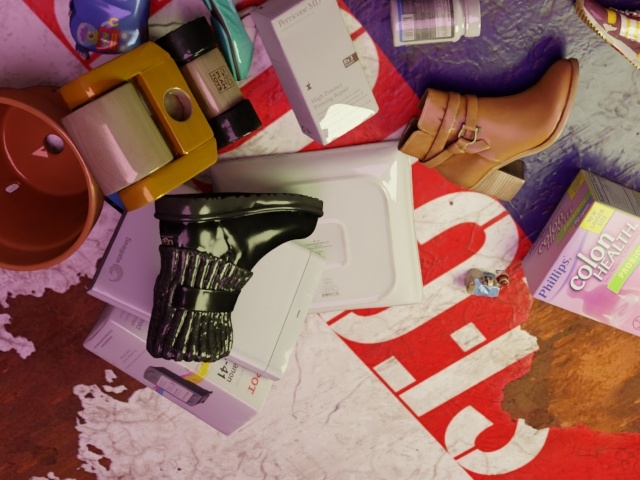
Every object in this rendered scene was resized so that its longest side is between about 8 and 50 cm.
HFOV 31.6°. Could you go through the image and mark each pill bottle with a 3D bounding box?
[{"bbox_3d":[0.179,-0.348,1.776,0.137,0.078,0.078,-4,122,1],"label":"pill bottle"}]

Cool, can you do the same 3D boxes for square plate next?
[{"bbox_3d":[0.000,0.000,2.008,0.347,0.049,0.344,-6,121,4],"label":"square plate"}]

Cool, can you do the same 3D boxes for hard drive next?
[{"bbox_3d":[-0.182,0.057,1.897,0.353,0.233,0.047,27,159,-17],"label":"hard drive"}]

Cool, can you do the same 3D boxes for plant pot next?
[{"bbox_3d":[-0.463,-0.124,1.812,0.290,0.203,0.291,5,117,10],"label":"plant pot"}]

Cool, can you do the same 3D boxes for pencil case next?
[{"bbox_3d":[-0.314,-0.429,1.696,0.133,0.119,0.306,12,122,5],"label":"pencil case"}]

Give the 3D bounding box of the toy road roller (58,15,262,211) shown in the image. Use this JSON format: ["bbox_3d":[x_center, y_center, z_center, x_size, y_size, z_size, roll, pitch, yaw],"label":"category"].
[{"bbox_3d":[-0.274,-0.180,1.744,0.240,0.329,0.203,-18,105,45],"label":"toy road roller"}]

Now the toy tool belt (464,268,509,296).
[{"bbox_3d":[0.305,0.084,2.062,0.083,0.051,0.052,3,122,-3],"label":"toy tool belt"}]

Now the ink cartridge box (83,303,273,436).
[{"bbox_3d":[-0.220,0.157,1.970,0.306,0.226,0.131,33,139,-12],"label":"ink cartridge box"}]

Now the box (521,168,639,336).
[{"bbox_3d":[0.518,0.027,1.991,0.243,0.117,0.214,21,119,-13],"label":"box"}]

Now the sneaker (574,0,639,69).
[{"bbox_3d":[0.484,-0.345,1.795,0.185,0.069,0.084,33,107,-26],"label":"sneaker"}]

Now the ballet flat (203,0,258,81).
[{"bbox_3d":[-0.140,-0.365,1.764,0.087,0.083,0.247,-27,122,-6],"label":"ballet flat"}]

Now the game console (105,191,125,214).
[{"bbox_3d":[-0.315,-0.095,1.927,0.122,0.071,0.107,40,149,-23],"label":"game console"}]

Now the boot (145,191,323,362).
[{"bbox_3d":[-0.136,0.053,1.811,0.348,0.131,0.260,-4,96,-44],"label":"boot"}]

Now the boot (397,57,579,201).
[{"bbox_3d":[0.275,-0.212,1.861,0.220,0.109,0.283,24,126,-10],"label":"boot"}]

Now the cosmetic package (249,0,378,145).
[{"bbox_3d":[-0.007,-0.282,1.789,0.117,0.085,0.231,-34,123,-14],"label":"cosmetic package"}]
